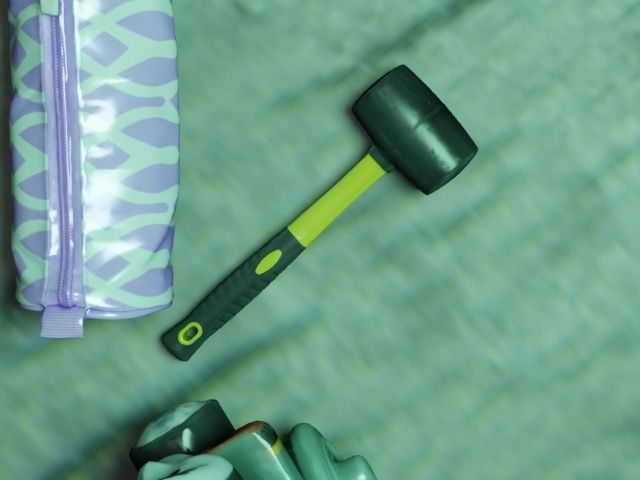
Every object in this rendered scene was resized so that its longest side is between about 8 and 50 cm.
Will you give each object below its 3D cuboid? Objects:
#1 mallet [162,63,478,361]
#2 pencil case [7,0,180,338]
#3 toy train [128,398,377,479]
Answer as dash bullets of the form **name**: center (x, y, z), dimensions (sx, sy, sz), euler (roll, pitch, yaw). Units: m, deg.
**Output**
- **mallet**: center (0.000, 0.000, 0.877), dimensions (0.062, 0.039, 0.190), euler (41, 101, 2)
- **pencil case**: center (-0.112, -0.061, 0.849), dimensions (0.086, 0.088, 0.206), euler (-2, 97, 5)
- **toy train**: center (0.007, 0.231, 0.822), dimensions (0.142, 0.190, 0.334), euler (-29, 94, 6)
